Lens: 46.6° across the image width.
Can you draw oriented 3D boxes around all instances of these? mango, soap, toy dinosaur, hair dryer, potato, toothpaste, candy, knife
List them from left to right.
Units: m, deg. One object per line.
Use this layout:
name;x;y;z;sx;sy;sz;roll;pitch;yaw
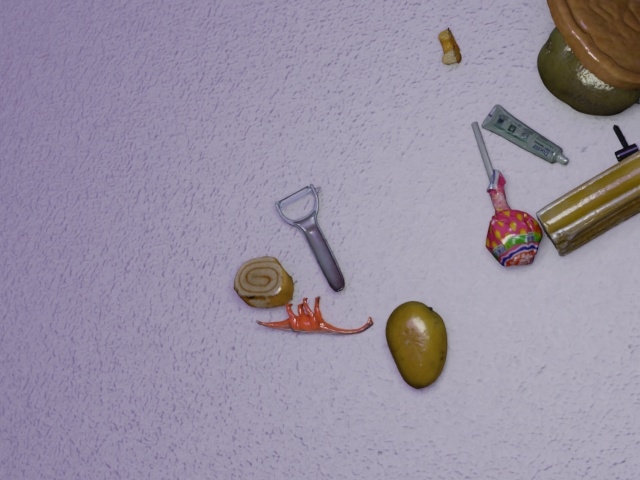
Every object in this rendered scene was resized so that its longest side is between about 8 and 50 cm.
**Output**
toy dinosaur;-0.015;0.185;1.782;0.279;0.055;0.101;-10;86;18
knife;0.001;0.001;1.807;0.123;0.053;0.278;-30;72;9
mango;0.215;0.233;1.662;0.137;0.098;0.195;-2;87;18
candy;0.396;-0.113;1.665;0.124;0.124;0.365;-19;64;17
toothpaste;0.467;-0.232;1.683;0.218;0.041;0.064;38;101;26
potato;0.586;-0.364;1.596;0.251;0.159;0.174;45;141;15
soap;0.591;-0.081;1.532;0.274;0.173;0.089;-32;67;12
hair dryer;0.653;-0.215;1.614;0.047;0.026;0.083;-23;70;15

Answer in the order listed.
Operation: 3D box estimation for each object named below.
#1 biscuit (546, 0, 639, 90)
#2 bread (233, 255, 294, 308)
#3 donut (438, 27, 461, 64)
biscuit;0.631;-0.488;1.538;0.365;0.062;0.385;-10;71;-23
bread;-0.140;0.100;1.817;0.149;0.073;0.122;-4;60;26
donut;0.304;-0.459;1.773;0.038;0.067;0.083;-20;107;34
